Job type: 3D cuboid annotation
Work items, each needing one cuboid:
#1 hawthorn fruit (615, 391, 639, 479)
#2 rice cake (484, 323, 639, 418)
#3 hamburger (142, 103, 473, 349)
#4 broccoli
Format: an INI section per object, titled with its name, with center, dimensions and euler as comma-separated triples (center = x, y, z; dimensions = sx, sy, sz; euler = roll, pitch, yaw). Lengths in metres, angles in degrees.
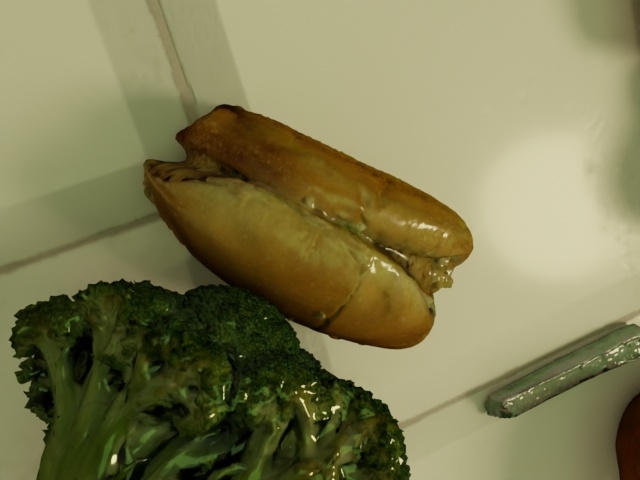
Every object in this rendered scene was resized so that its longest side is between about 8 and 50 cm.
[hawthorn fruit]
center = 0.448, 0.257, 0.637
dimensions = 0.258, 0.258, 0.262
euler = -29, 80, -11
[rice cake]
center = 0.270, 0.141, 0.661
dimensions = 0.207, 0.033, 0.033
euler = -21, 105, -13
[hamburger]
center = 0.000, 0.000, 0.478
dimensions = 0.283, 0.156, 0.144
euler = 25, 93, -23
[broccoli]
center = -0.098, 0.183, 0.422
dimensions = 0.321, 0.304, 0.283
euler = 43, 45, -2
